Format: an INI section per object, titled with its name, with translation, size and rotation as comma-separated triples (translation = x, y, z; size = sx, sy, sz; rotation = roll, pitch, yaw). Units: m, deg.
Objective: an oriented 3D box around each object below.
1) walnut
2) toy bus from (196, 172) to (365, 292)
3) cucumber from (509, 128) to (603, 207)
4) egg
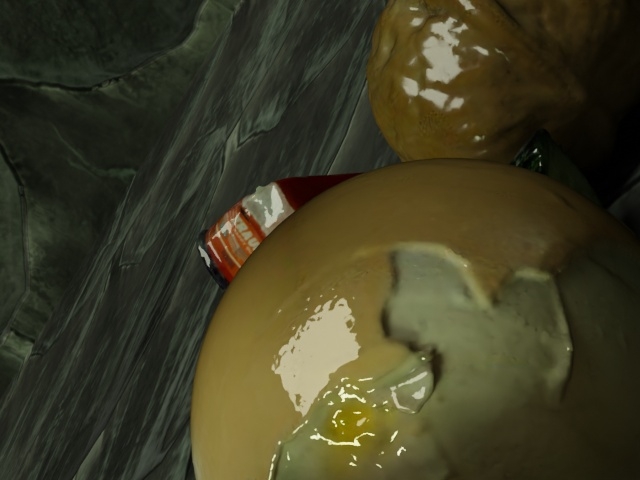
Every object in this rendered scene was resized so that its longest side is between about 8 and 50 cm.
[walnut]
translation = 0.099, -0.095, 1.062
size = 0.166, 0.149, 0.166
rotation = -29, 32, 20
[toy bus]
translation = 0.000, 0.000, 1.253
size = 0.077, 0.079, 0.174
rotation = -43, -18, 25
[cucumber]
translation = 0.065, 0.060, 1.019
size = 0.265, 0.077, 0.077
rotation = -53, 14, 29
[egg]
translation = 0.049, 0.065, 0.772
size = 0.201, 0.201, 0.244
rotation = -59, 10, 8
